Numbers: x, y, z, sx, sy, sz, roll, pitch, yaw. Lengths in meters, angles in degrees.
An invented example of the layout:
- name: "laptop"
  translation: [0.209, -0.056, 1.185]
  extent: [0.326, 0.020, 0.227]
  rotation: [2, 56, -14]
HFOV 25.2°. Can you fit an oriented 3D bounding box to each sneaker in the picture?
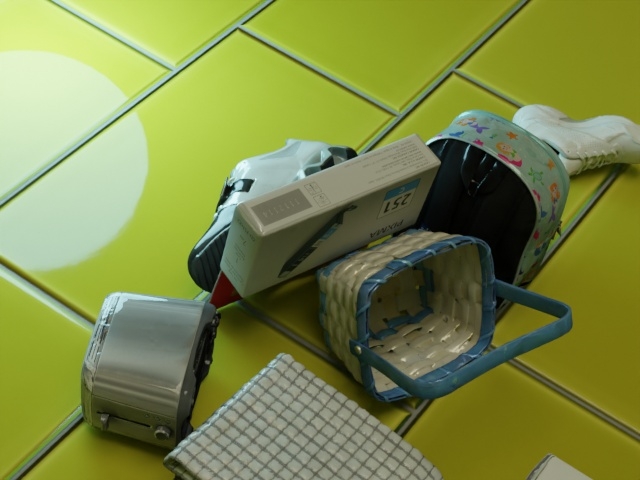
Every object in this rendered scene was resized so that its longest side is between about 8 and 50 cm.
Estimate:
- name: "sneaker"
  translation: [-0.097, -0.041, 2.064]
  extent: [0.146, 0.122, 0.330]
  rotation: [21, 44, 34]
- name: "sneaker"
  translation: [0.417, -0.139, 2.283]
  extent: [0.232, 0.090, 0.115]
  rotation: [7, 52, 8]

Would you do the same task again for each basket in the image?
- name: "basket"
  translation: [0.152, 0.103, 1.880]
  extent: [0.255, 0.201, 0.289]
  rotation: [-21, 23, -28]

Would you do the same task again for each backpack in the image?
- name: "backpack"
  translation: [0.236, -0.056, 2.035]
  extent: [0.225, 0.253, 0.191]
  rotation: [33, 49, 20]

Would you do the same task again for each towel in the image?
- name: "towel"
  translation: [-0.024, 0.305, 1.731]
  extent: [0.284, 0.121, 0.235]
  rotation: [34, 51, 18]

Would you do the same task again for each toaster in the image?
- name: "toaster"
  translation: [-0.217, 0.154, 1.826]
  extent: [0.146, 0.129, 0.227]
  rotation: [11, 47, 1]

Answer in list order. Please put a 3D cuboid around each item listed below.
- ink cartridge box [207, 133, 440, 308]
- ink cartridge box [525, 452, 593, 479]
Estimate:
- name: "ink cartridge box"
  translation: [0.000, 0.000, 1.933]
  extent: [0.296, 0.261, 0.066]
  rotation: [-23, 63, -29]
- name: "ink cartridge box"
  translation: [0.281, 0.374, 1.656]
  extent: [0.159, 0.218, 0.092]
  rotation: [31, 48, 17]
